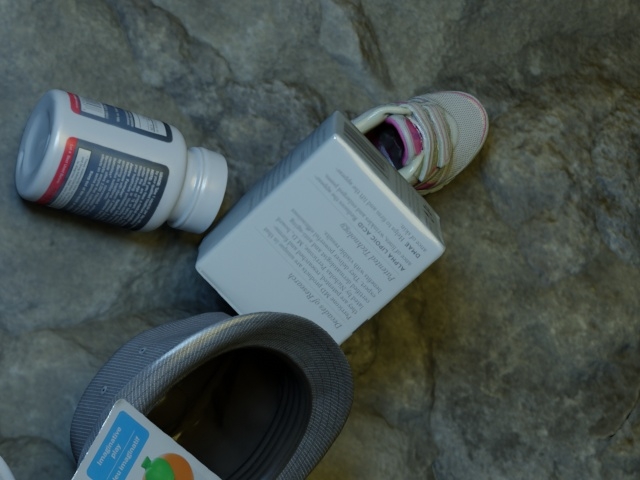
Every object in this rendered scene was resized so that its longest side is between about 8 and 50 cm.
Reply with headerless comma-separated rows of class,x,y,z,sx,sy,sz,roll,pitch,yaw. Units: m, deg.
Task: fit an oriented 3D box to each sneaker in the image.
sneaker,0.086,-0.093,1.970,0.252,0.111,0.103,-27,88,-33

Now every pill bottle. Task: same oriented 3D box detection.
pill bottle,-0.185,-0.067,1.810,0.180,0.108,0.108,17,66,-24

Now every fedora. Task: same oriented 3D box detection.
fedora,-0.117,0.155,1.725,0.275,0.124,0.244,-48,135,-1

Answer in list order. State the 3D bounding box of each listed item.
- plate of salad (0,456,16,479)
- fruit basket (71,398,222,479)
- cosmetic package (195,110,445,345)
plate of salad,-0.336,0.258,1.642,0.200,0.048,0.200,2,87,-46
fruit basket,-0.127,0.360,1.612,0.353,0.165,0.327,48,63,-38
cosmetic package,0.000,0.000,1.821,0.184,0.151,0.151,-43,98,10
